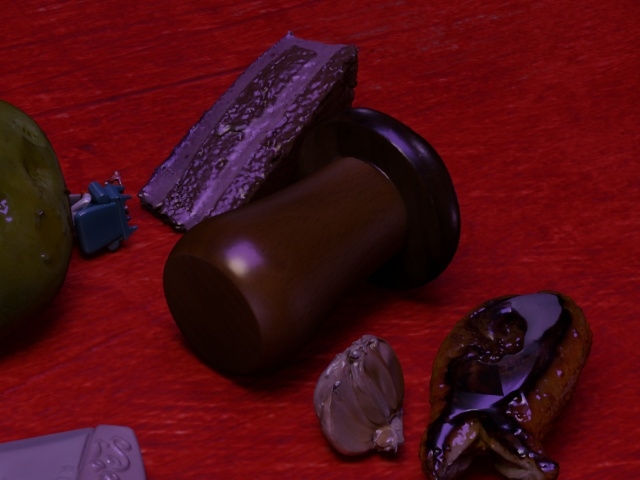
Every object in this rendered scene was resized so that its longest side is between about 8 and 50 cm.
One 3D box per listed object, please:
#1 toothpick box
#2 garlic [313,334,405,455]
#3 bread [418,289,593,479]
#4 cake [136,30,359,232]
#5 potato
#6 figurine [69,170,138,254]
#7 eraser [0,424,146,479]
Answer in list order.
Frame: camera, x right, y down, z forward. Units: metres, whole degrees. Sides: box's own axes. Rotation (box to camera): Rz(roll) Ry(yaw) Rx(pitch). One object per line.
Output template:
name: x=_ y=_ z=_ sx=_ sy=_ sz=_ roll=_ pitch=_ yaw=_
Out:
toothpick box: x=0.000 y=0.000 z=1.758 sx=0.192 sy=0.192 sz=0.294 roll=30 pitch=47 yaw=30
garlic: x=0.033 y=0.138 z=1.656 sx=0.074 sy=0.094 sz=0.113 roll=-20 pitch=24 yaw=39
bread: x=0.167 y=0.138 z=1.668 sx=0.139 sy=0.095 sz=0.269 roll=-3 pitch=39 yaw=20
cake: x=-0.070 y=-0.098 z=1.982 sx=0.116 sy=0.113 sz=0.295 roll=24 pitch=52 yaw=27
potato: x=-0.324 y=-0.014 z=1.732 sx=0.186 sy=0.148 sz=0.253 roll=23 pitch=60 yaw=-19
figurine: x=-0.257 y=-0.021 z=1.849 sx=0.140 sy=0.068 sz=0.075 roll=-13 pitch=35 yaw=-15
eraser: x=-0.218 y=0.236 z=1.492 sx=0.204 sy=0.059 sz=0.243 roll=-9 pitch=34 yaw=-19
